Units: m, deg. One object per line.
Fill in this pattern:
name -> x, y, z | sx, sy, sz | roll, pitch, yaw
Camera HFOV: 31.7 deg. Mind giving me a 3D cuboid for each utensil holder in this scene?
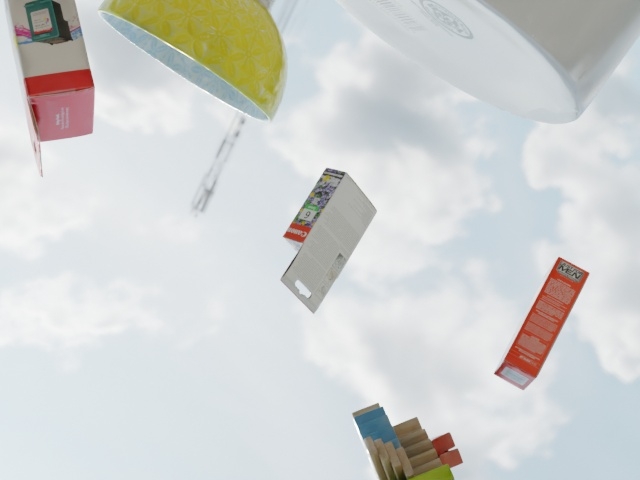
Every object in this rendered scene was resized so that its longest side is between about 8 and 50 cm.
utensil holder -> 0.204, -0.342, 0.989 | 0.327, 0.385, 0.327 | 33, 177, 2

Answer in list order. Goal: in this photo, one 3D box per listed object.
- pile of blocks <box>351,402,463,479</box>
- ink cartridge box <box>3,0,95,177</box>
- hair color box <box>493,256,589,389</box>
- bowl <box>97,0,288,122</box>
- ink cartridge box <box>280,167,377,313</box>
pile of blocks -> 0.124, 0.280, 1.409 | 0.113, 0.149, 0.362 | -21, -156, -3
ink cartridge box -> -0.312, -0.204, 1.301 | 0.078, 0.134, 0.231 | -11, -104, -15
hair color box -> 0.252, 0.095, 1.287 | 0.043, 0.072, 0.141 | 29, -109, 8
bowl -> -0.149, -0.305, 1.581 | 0.289, 0.156, 0.289 | 32, 178, 1
ink cartridge box -> 0.000, 0.000, 0.993 | 0.029, 0.115, 0.063 | 17, 158, 42
